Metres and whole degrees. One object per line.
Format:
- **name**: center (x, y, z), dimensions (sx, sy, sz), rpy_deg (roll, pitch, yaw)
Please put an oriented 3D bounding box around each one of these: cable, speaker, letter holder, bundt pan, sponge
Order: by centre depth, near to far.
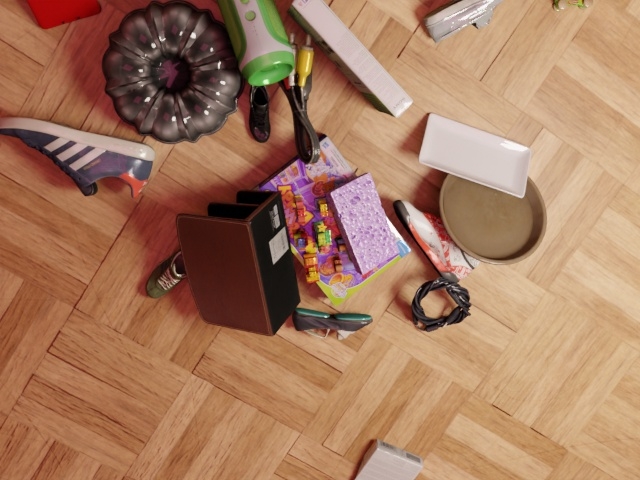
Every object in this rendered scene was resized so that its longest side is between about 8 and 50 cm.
- **speaker**: center (-0.152, -0.491, 1.544), dimensions (0.131, 0.131, 0.297), rpy_deg (-19, 83, -1)
- **bundt pan**: center (-0.332, -0.373, 1.598), dimensions (0.330, 0.124, 0.331), rpy_deg (-1, 103, -5)
- **cable**: center (-0.063, -0.316, 1.619), dimensions (0.072, 0.139, 0.288), rpy_deg (-4, 96, -45)
- **sponge**: center (0.100, -0.039, 1.663), dimensions (0.117, 0.031, 0.210), rpy_deg (-28, 104, -24)
- **letter holder**: center (-0.192, 0.046, 1.672), dimensions (0.214, 0.152, 0.302), rpy_deg (6, 121, 25)
- **cable**: center (0.302, 0.162, 1.786), dimensions (0.150, 0.047, 0.185), rpy_deg (-5, 133, 6)

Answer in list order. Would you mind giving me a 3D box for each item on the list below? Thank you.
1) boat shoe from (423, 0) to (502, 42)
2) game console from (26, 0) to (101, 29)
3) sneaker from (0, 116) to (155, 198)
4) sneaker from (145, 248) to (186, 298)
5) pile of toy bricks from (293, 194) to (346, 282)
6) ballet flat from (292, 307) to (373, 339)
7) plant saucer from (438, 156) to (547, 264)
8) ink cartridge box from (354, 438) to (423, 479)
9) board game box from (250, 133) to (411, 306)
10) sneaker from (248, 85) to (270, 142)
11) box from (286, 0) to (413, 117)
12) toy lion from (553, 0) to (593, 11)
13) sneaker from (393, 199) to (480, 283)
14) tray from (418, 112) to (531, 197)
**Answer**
- **boat shoe**: center (0.353, -0.528, 1.660), dimensions (0.227, 0.079, 0.081), rpy_deg (-24, 114, 5)
- **game console**: center (-0.577, -0.558, 1.586), dimensions (0.143, 0.085, 0.124), rpy_deg (-17, 73, -2)
- **sneaker**: center (-0.558, -0.181, 1.615), dimensions (0.349, 0.131, 0.148), rpy_deg (13, 97, -9)
- **sneaker**: center (-0.352, 0.072, 1.718), dimensions (0.192, 0.086, 0.064), rpy_deg (-44, 103, 5)
- **pile of toy bricks**: center (0.000, 0.000, 1.645), dimensions (0.118, 0.105, 0.212), rpy_deg (-8, 104, -4)
- **ballet flat**: center (0.028, 0.212, 1.798), dimensions (0.203, 0.074, 0.074), rpy_deg (5, 103, -1)
- **plant saucer**: center (0.410, -0.070, 1.726), dimensions (0.277, 0.041, 0.278), rpy_deg (4, 71, -11)
- **ink cartridge box**: center (0.172, 0.631, 1.935), dimensions (0.145, 0.045, 0.179), rpy_deg (25, 118, -11)
- **board game box**: center (0.023, -0.047, 1.732), dimensions (0.233, 0.078, 0.347), rpy_deg (-37, 104, 4)
- **sneaker**: center (-0.142, -0.306, 1.649), dimensions (0.051, 0.089, 0.170), rpy_deg (-4, 103, -5)
- **box**: center (0.059, -0.408, 1.573), dimensions (0.058, 0.232, 0.322), rpy_deg (-43, 104, 5)
- **toy lion**: center (0.599, -0.594, 1.689), dimensions (0.100, 0.034, 0.096), rpy_deg (-7, 97, -4)
- **sneaker**: center (0.302, -0.027, 1.761), dimensions (0.145, 0.090, 0.270), rpy_deg (-37, 107, 2)
- **tray**: center (0.370, -0.200, 1.723), dimensions (0.270, 0.030, 0.145), rpy_deg (19, 65, -5)
